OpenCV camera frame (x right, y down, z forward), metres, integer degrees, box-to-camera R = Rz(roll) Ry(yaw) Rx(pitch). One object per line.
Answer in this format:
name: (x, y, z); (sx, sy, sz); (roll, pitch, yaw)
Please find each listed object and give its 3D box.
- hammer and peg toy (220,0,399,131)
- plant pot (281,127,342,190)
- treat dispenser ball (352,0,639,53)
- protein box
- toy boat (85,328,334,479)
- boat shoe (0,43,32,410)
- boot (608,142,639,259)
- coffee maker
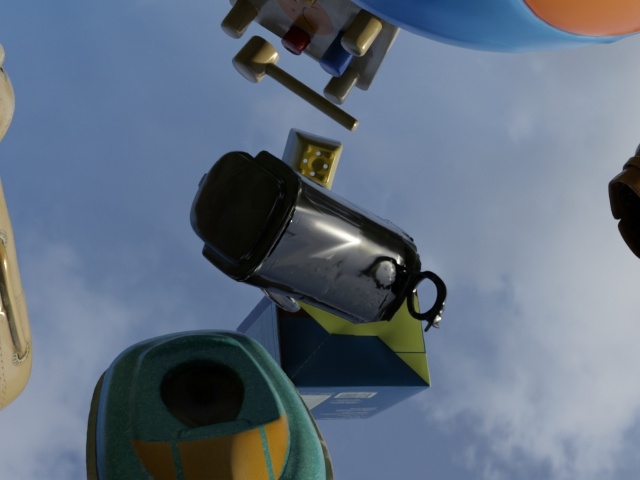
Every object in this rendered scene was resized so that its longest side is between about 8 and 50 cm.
hammer and peg toy: (-0.014, -0.313, 1.207); (0.266, 0.361, 0.127); (33, -103, 1)
plant pot: (-0.011, -0.114, 1.207); (0.082, 0.081, 0.083); (15, -173, -10)
treat dispenser ball: (0.092, -0.224, 0.342); (0.289, 0.288, 0.288); (-4, -137, 3)
protein box: (0.008, 0.156, 1.115); (0.200, 0.201, 0.135); (3, -114, -20)
toy boat: (-0.146, 0.173, 0.631); (0.319, 0.148, 0.267); (-9, -139, -22)
boat shoe: (-0.203, -0.063, 0.364); (0.122, 0.340, 0.110); (8, -160, 25)
boot: (0.539, -0.025, 1.206); (0.220, 0.283, 0.109); (-35, -168, -34)
coffee maker: (0.000, 0.000, 0.728); (0.171, 0.178, 0.120); (4, -104, 41)
